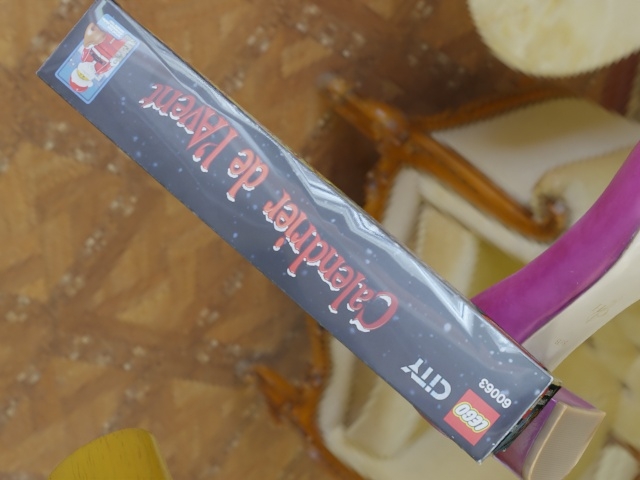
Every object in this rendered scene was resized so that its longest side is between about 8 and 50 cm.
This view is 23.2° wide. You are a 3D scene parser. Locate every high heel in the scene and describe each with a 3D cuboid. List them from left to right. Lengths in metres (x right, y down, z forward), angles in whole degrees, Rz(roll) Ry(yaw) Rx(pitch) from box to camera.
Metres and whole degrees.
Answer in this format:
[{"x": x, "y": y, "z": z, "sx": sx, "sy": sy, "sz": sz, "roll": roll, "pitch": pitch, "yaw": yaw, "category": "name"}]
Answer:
[{"x": 0.128, "y": -0.003, "z": 0.776, "sx": 0.082, "sy": 0.117, "sz": 0.244, "roll": 14, "pitch": 107, "yaw": -46, "category": "high heel"}]

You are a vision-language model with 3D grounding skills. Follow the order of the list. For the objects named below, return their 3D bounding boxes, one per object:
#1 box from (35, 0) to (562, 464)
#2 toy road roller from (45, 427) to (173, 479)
[{"x": 0.000, "y": 0.000, "z": 0.665, "sx": 0.044, "sy": 0.233, "sz": 0.159, "roll": -49, "pitch": 169, "yaw": 2, "category": "box"}, {"x": -0.157, "y": 0.271, "z": 0.995, "sx": 0.329, "sy": 0.202, "sz": 0.240, "roll": -20, "pitch": 109, "yaw": -8, "category": "toy road roller"}]
